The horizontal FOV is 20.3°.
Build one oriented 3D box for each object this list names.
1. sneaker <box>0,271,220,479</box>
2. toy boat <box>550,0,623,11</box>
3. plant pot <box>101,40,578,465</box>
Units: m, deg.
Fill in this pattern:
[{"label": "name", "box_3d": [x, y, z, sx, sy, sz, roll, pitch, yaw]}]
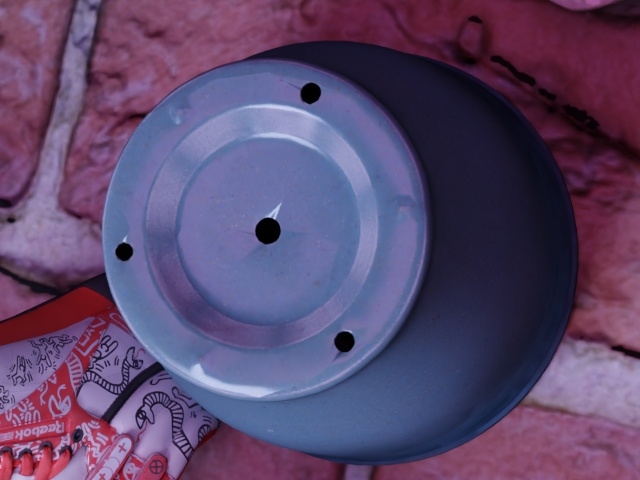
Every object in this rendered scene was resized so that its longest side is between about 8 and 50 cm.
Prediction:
[{"label": "sneaker", "box_3d": [-0.173, 0.124, 1.095, 0.090, 0.270, 0.145, -40, 82, 41]}, {"label": "toy boat", "box_3d": [0.112, -0.278, 1.097, 0.318, 0.148, 0.267, 5, 87, 15]}, {"label": "plant pot", "box_3d": [0.000, 0.000, 1.050, 0.271, 0.255, 0.272, -1, 85, 15]}]
